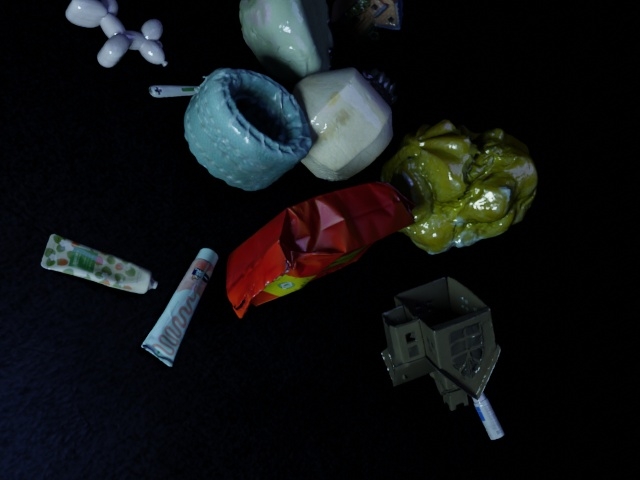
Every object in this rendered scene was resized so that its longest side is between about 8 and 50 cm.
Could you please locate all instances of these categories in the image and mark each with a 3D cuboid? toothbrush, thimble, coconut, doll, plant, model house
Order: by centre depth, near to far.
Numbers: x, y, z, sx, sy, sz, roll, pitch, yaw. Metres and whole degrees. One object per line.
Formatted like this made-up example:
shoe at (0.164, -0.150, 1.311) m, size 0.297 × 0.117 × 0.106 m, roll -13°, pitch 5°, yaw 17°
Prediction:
doll at (-0.354, -0.375, 1.128) m, size 0.161 × 0.059 × 0.160 m, roll 53°, pitch 40°, yaw -4°
thimble at (-0.142, -0.213, 1.172) m, size 0.235 × 0.143 × 0.198 m, roll 42°, pitch 40°, yaw -19°
toothbrush at (-0.216, -0.306, 1.247) m, size 0.304 × 0.030 × 0.030 m, roll -19°, pitch 79°, yaw -50°
model house at (0.234, 0.237, 1.255) m, size 0.204 × 0.211 × 0.243 m, roll -18°, pitch 110°, yaw -10°
coconut at (0.025, -0.249, 1.315) m, size 0.241 × 0.241 × 0.241 m, roll 26°, pitch 48°, yaw -33°
plant at (0.103, -0.331, 1.519) m, size 0.129 × 0.132 × 0.194 m, roll 46°, pitch 45°, yaw -19°
model house at (0.144, -0.631, 1.717) m, size 0.172 × 0.183 × 0.166 m, roll 30°, pitch 47°, yaw -28°

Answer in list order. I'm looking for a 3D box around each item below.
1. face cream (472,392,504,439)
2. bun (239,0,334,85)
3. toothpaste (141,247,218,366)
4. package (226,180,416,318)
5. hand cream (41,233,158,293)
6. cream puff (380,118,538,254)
face cream at (0.365, 0.376, 1.388) m, size 0.034 × 0.034 × 0.130 m, roll -13°, pitch 76°, yaw -49°
bun at (-0.089, -0.477, 1.377) m, size 0.293 × 0.187 × 0.293 m, roll -13°, pitch 90°, yaw -73°
toothpaste at (-0.213, 0.097, 0.977) m, size 0.056 × 0.036 × 0.205 m, roll 40°, pitch 46°, yaw -22°
package at (0.001, 0.000, 1.135) m, size 0.423 × 0.196 × 0.123 m, roll -23°, pitch 78°, yaw -50°
hand cream at (-0.318, 0.040, 0.912) m, size 0.165 × 0.037 × 0.057 m, roll 23°, pitch 49°, yaw -27°
cream puff at (0.300, -0.152, 1.424) m, size 0.378 × 0.378 × 0.275 m, roll -54°, pitch 128°, yaw -49°
